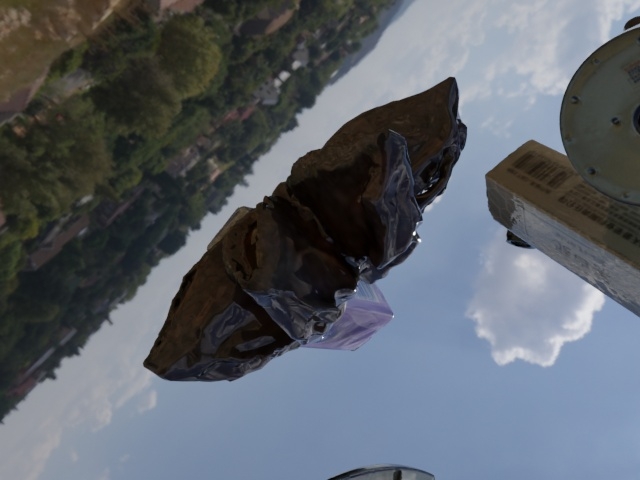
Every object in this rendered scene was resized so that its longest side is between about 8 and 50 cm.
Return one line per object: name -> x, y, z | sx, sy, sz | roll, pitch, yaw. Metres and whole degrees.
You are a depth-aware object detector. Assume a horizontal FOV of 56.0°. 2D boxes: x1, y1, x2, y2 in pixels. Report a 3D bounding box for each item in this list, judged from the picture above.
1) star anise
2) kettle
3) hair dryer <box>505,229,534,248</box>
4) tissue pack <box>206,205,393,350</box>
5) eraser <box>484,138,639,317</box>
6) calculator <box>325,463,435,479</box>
star anise -> -0.001, 0.001, 0.493 | 0.331, 0.117, 0.332 | -47, 180, 0
kettle -> 0.366, -0.133, 0.593 | 0.243, 0.210, 0.160 | -38, 169, -48
hair dryer -> 0.411, -0.020, 1.008 | 0.057, 0.198, 0.100 | 154, -50, -80
tissue pack -> -0.041, 0.088, 1.213 | 0.160, 0.242, 0.338 | -46, 145, 22
eraser -> 0.368, 0.014, 0.691 | 0.098, 0.096, 0.404 | -36, -135, -10
calculator -> 0.064, 0.410, 0.873 | 0.040, 0.268, 0.177 | 14, -92, 45
